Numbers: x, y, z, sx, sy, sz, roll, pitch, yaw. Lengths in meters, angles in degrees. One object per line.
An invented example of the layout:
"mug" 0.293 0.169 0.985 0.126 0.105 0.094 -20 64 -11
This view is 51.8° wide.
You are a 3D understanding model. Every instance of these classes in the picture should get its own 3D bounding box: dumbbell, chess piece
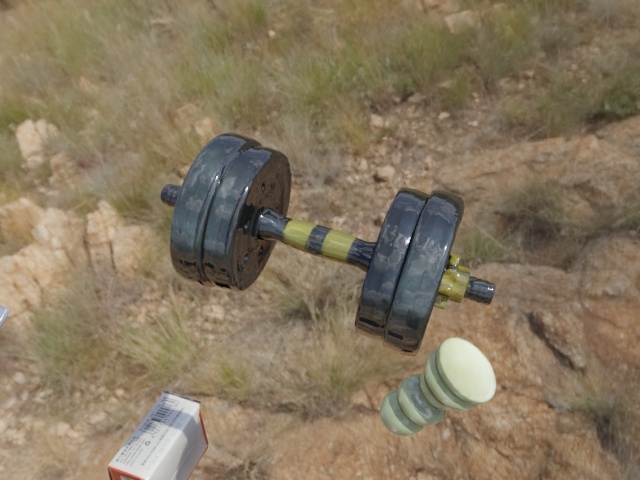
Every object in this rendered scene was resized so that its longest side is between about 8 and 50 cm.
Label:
"dumbbell" 0.000 0.000 0.733 0.388 0.185 0.185 18 56 11
"chess piece" 0.223 0.321 1.359 0.251 0.144 0.144 -48 30 38

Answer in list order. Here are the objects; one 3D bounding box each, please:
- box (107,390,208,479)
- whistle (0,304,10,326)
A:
"box" -0.291 0.387 1.196 0.099 0.133 0.182 13 40 18
"whistle" -0.298 0.092 0.568 0.033 0.029 0.083 26 63 9
